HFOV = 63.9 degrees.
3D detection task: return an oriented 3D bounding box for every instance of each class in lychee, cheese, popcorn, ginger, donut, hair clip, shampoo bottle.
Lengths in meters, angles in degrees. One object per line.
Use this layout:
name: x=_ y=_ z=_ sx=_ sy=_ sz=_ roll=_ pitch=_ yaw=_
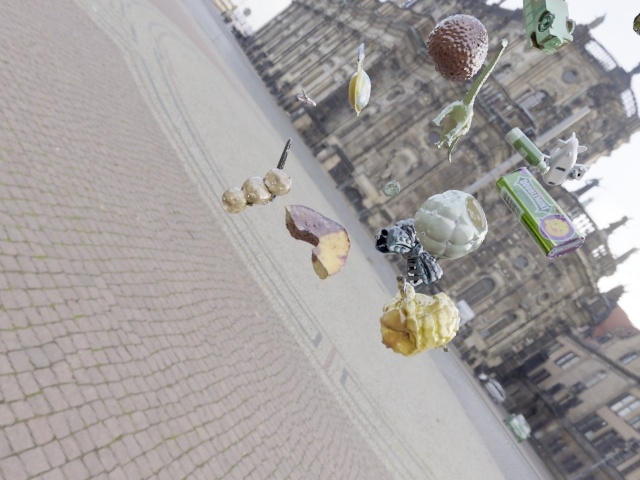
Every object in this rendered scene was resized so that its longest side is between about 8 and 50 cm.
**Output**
lychee: x=0.568 y=-0.788 z=2.112 sx=0.260 sy=0.261 sz=0.260 roll=53 pitch=6 yaw=-8
cheese: x=0.152 y=-0.620 z=1.998 sx=0.177 sy=0.069 sz=0.270 roll=-64 pitch=158 yaw=-51
popcorn: x=0.410 y=0.323 z=2.211 sx=0.349 sy=0.349 sz=0.381 roll=31 pitch=36 yaw=-74
ginger: x=-0.176 y=-0.136 z=1.417 sx=0.104 sy=0.204 sz=0.080 roll=-26 pitch=94 yaw=-80
donut: x=0.000 y=0.000 z=1.705 sx=0.294 sy=0.151 sz=0.112 roll=56 pitch=-33 yaw=21
hair clip: x=0.380 y=0.032 z=2.097 sx=0.310 sy=0.206 sz=0.195 roll=44 pitch=-25 yaw=-19
shampoo bottle: x=0.795 y=-0.338 z=1.961 sx=0.204 sy=0.065 sz=0.065 roll=56 pitch=6 yaw=21

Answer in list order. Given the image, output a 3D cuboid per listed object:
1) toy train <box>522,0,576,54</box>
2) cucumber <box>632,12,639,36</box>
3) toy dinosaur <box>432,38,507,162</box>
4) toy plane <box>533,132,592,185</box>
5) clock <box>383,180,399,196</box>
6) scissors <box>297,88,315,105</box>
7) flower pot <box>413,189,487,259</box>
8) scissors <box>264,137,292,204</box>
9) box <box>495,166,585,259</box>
toy train: x=0.886 y=-0.887 z=2.007 sx=0.159 sy=0.129 sz=0.325 roll=147 pitch=-54 yaw=-64
cucumber: x=1.045 y=-0.659 z=1.612 sx=0.245 sy=0.067 sz=0.067 roll=-3 pitch=50 yaw=-42
toy dinosaur: x=0.513 y=-0.460 z=1.781 sx=0.087 sy=0.300 sz=0.447 roll=40 pitch=-7 yaw=20
toy plane: x=1.031 y=-0.340 z=2.196 sx=0.244 sy=0.245 sz=0.117 roll=50 pitch=43 yaw=-29
clock: x=0.318 y=-0.231 z=2.303 sx=0.010 sy=0.083 sz=0.074 roll=19 pitch=54 yaw=-52
scissors: x=-0.073 y=-0.680 z=2.421 sx=0.100 sy=0.015 sz=0.189 roll=24 pitch=-1 yaw=6
flower pot: x=0.453 y=-0.055 z=1.778 sx=0.246 sy=0.195 sz=0.245 roll=27 pitch=50 yaw=-37
scissors: x=-0.125 y=-0.205 z=1.528 sx=0.017 sy=0.220 sz=0.088 roll=32 pitch=27 yaw=17
box: x=0.753 y=-0.103 z=1.784 sx=0.097 sy=0.134 sz=0.345 roll=68 pitch=0 yaw=-53
